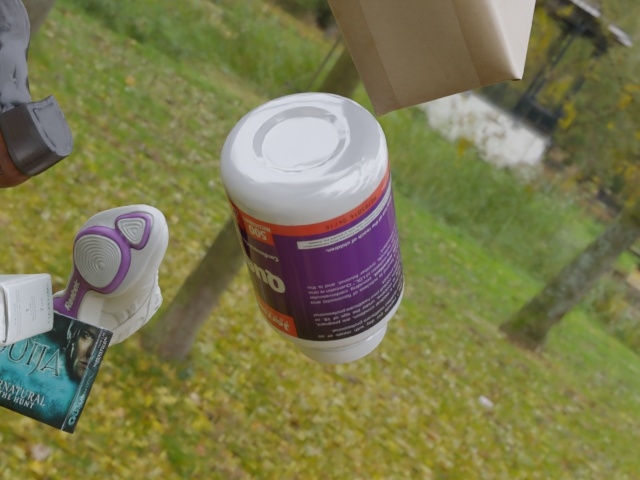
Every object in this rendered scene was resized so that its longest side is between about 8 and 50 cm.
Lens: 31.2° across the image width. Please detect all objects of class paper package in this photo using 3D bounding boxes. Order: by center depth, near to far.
[{"bbox_3d":[0.105,-0.350,1.238,0.325,0.168,0.309,64,27,-27],"label":"paper package"}]

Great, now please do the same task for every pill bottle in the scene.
[{"bbox_3d":[0.000,0.000,1.316,0.181,0.181,0.323,41,-24,36],"label":"pill bottle"}]

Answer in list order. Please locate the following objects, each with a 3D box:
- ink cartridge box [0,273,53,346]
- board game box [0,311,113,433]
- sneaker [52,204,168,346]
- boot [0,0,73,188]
[{"bbox_3d":[-0.391,0.062,0.952,0.275,0.060,0.239,-1,3,5],"label":"ink cartridge box"},{"bbox_3d":[-0.343,0.139,1.348,0.186,0.126,0.026,14,-13,28],"label":"board game box"},{"bbox_3d":[-0.271,0.048,1.565,0.152,0.305,0.114,-13,63,-45],"label":"sneaker"},{"bbox_3d":[-0.437,-0.156,1.277,0.264,0.280,0.096,65,22,-8],"label":"boot"}]
